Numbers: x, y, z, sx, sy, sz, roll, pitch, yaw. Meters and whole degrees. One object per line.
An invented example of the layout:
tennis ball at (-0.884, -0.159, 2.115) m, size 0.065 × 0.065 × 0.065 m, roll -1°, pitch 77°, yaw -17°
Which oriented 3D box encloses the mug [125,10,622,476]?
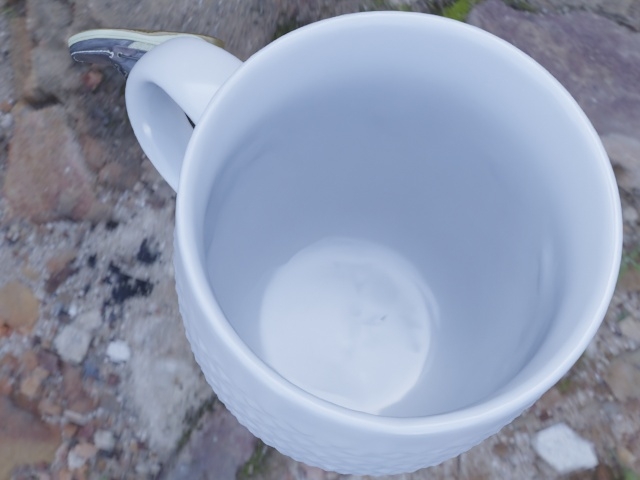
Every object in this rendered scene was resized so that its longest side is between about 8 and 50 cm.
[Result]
mug at (0.000, 0.000, 0.953) m, size 0.374 × 0.328 × 0.276 m, roll 43°, pitch 73°, yaw 9°

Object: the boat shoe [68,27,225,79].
boat shoe at (-0.160, -0.162, 1.175) m, size 0.152 × 0.056 × 0.049 m, roll 4°, pitch 86°, yaw 23°
